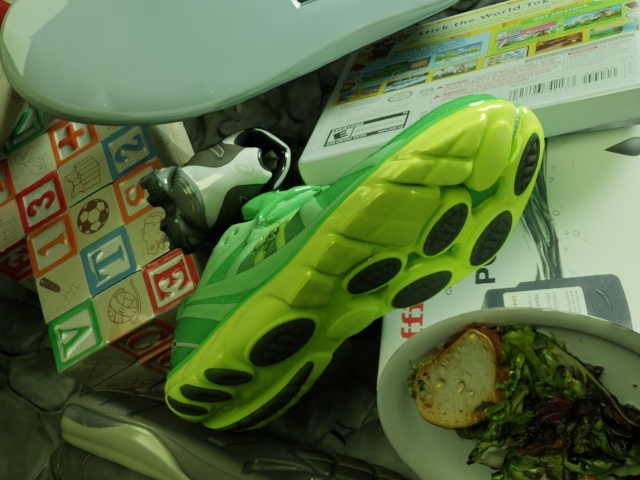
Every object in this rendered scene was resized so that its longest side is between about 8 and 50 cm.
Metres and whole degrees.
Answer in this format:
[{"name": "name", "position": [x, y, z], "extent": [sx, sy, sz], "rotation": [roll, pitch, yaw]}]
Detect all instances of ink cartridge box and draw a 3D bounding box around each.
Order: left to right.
[{"name": "ink cartridge box", "position": [0.163, 0.028, 0.673], "extent": [0.237, 0.100, 0.172], "rotation": [-6, 65, 25]}]

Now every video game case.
[{"name": "video game case", "position": [0.112, -0.116, 0.746], "extent": [0.227, 0.026, 0.206], "rotation": [-12, 29, 22]}]

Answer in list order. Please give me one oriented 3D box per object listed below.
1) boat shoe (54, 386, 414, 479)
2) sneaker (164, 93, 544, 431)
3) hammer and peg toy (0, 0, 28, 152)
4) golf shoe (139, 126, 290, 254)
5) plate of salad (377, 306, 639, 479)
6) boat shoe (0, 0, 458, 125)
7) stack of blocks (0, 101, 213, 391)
[{"name": "boat shoe", "position": [-0.034, 0.200, 0.693], "extent": [0.355, 0.132, 0.130], "rotation": [16, 94, 36]}, {"name": "sneaker", "position": [0.000, 0.000, 0.650], "extent": [0.295, 0.109, 0.123], "rotation": [-39, 46, 26]}, {"name": "hammer and peg toy", "position": [-0.260, -0.147, 0.778], "extent": [0.127, 0.266, 0.361], "rotation": [25, 79, 11]}, {"name": "golf shoe", "position": [-0.056, -0.038, 0.773], "extent": [0.094, 0.198, 0.077], "rotation": [-27, 95, 9]}, {"name": "plate of salad", "position": [0.126, 0.115, 0.599], "extent": [0.200, 0.200, 0.048], "rotation": [-5, 39, 24]}, {"name": "boat shoe", "position": [-0.051, -0.169, 0.787], "extent": [0.367, 0.156, 0.136], "rotation": [-24, 91, -15]}, {"name": "stack of blocks", "position": [-0.186, -0.024, 0.876], "extent": [0.171, 0.087, 0.297], "rotation": [-31, 58, 11]}]
